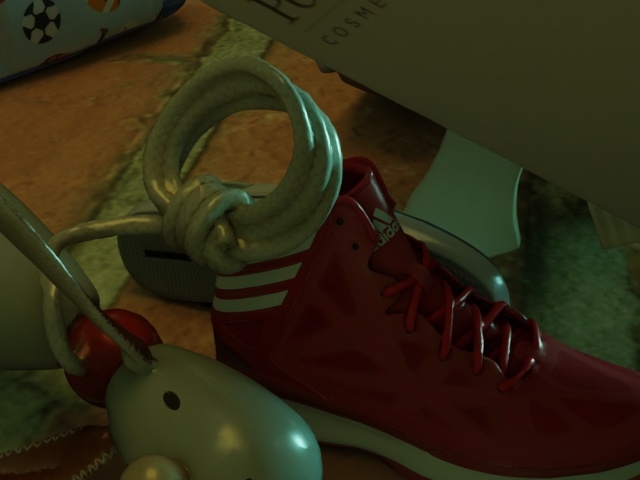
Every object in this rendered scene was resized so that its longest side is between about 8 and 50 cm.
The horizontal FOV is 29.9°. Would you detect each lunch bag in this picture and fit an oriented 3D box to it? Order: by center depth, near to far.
[{"bbox_3d":[-0.276,-0.232,1.036,0.243,0.114,0.303,21,37,37],"label":"lunch bag"}]

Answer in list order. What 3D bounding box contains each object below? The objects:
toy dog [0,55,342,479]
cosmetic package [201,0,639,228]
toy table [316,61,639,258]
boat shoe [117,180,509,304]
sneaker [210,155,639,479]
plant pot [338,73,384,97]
[{"bbox_3d":[-0.166,0.023,0.512,0.334,0.220,0.161,7,7,31],"label":"toy dog"},{"bbox_3d":[0.214,-0.089,0.427,0.453,0.230,0.161,25,68,-18],"label":"cosmetic package"},{"bbox_3d":[0.144,-0.088,0.648,0.274,0.160,0.252,-17,3,25],"label":"toy table"},{"bbox_3d":[0.000,0.000,0.644,0.226,0.083,0.076,13,33,24],"label":"boat shoe"},{"bbox_3d":[0.050,0.036,0.534,0.221,0.128,0.087,5,31,12],"label":"sneaker"},{"bbox_3d":[0.159,-0.201,0.848,0.191,0.284,0.284,27,35,10],"label":"plant pot"}]
